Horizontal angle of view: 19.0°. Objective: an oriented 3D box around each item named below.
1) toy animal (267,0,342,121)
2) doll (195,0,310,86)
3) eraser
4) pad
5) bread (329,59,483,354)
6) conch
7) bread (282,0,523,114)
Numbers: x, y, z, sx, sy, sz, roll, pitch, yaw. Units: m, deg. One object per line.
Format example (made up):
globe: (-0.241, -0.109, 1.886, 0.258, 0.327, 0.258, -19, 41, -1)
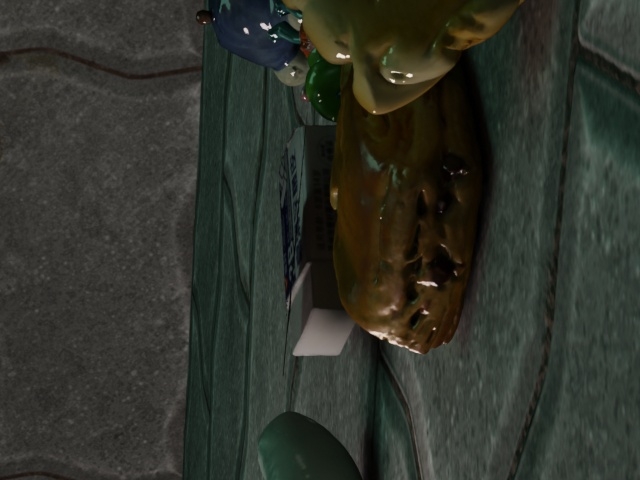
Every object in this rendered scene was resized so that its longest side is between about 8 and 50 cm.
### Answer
toy animal: (0.011, -0.176, 1.867, 0.208, 0.100, 0.103, -123, 11, -60)
doll: (-0.061, -0.330, 2.208, 0.228, 0.154, 0.258, 101, 174, -67)
eraser: (0.000, 0.000, 1.969, 0.124, 0.068, 0.210, 117, 153, -60)
pad: (0.003, 0.006, 1.760, 0.323, 0.055, 0.250, -169, 84, -71)
bread: (0.057, -0.049, 1.482, 0.235, 0.099, 0.210, -100, 14, -52)
conch: (-0.011, 0.278, 1.850, 0.185, 0.121, 0.221, 118, 158, -80)
bread: (0.010, -0.248, 1.238, 0.311, 0.173, 0.121, 52, -156, -2)
